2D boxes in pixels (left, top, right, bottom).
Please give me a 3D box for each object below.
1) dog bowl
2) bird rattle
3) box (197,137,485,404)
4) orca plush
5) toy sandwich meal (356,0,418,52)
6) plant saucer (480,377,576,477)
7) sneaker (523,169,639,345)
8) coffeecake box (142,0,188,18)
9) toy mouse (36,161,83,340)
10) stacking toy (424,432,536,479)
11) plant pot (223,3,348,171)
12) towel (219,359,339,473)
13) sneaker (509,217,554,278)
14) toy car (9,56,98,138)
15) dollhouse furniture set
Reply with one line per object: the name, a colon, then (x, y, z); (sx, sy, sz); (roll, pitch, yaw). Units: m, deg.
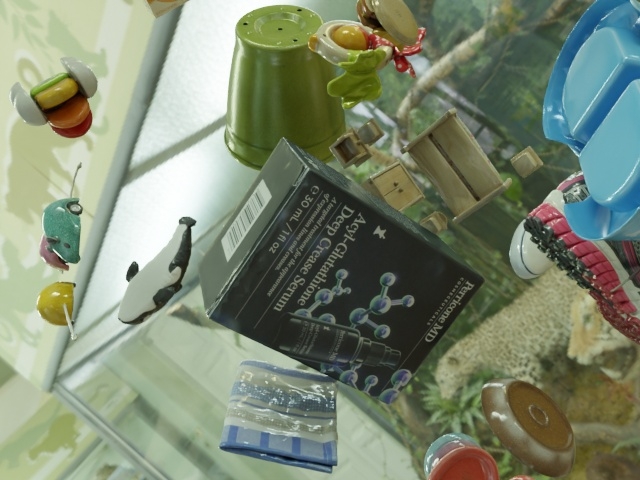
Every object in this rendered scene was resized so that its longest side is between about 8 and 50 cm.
dog bowl: (0.303, -0.120, 0.653); (0.166, 0.074, 0.297); (112, 169, -45)
bird rattle: (0.093, -0.404, 1.385); (0.253, 0.207, 0.143); (-47, -17, -34)
box: (0.029, 0.058, 1.188); (0.294, 0.395, 0.212); (-56, 24, 11)
orca plush: (-0.370, 0.081, 1.589); (0.102, 0.151, 0.287); (52, -130, -57)
toy sandwich meal: (0.078, -0.255, 0.773); (0.029, 0.086, 0.085); (-31, 9, 39)
plant saucer: (0.370, 0.312, 1.157); (0.036, 0.198, 0.198); (-55, -6, 32)
sneaker: (0.376, 0.044, 0.771); (0.112, 0.299, 0.121); (-45, 13, 0)
coffeecake box: (-0.320, -0.569, 1.337); (0.142, 0.068, 0.186); (-32, -49, -10)
toy mouse: (-0.229, 0.001, 0.584); (0.161, 0.031, 0.143); (-169, 84, -66)
stacking toy: (0.314, 0.560, 1.366); (0.280, 0.309, 0.130); (-58, 9, -3)
plant pot: (-0.100, -0.435, 1.838); (0.366, 0.366, 0.353); (-48, -28, -35)
towel: (-0.066, 0.311, 1.229); (0.285, 0.209, 0.034); (-86, 9, -71)
sneaker: (0.431, -0.027, 1.186); (0.258, 0.094, 0.091); (-41, 9, -30)
toy car: (-0.511, -0.271, 1.320); (0.159, 0.136, 0.182); (-35, 35, -14)
dollhouse furniture set: (0.254, -0.199, 1.438); (0.355, 0.303, 0.174); (-36, -1, 35)
